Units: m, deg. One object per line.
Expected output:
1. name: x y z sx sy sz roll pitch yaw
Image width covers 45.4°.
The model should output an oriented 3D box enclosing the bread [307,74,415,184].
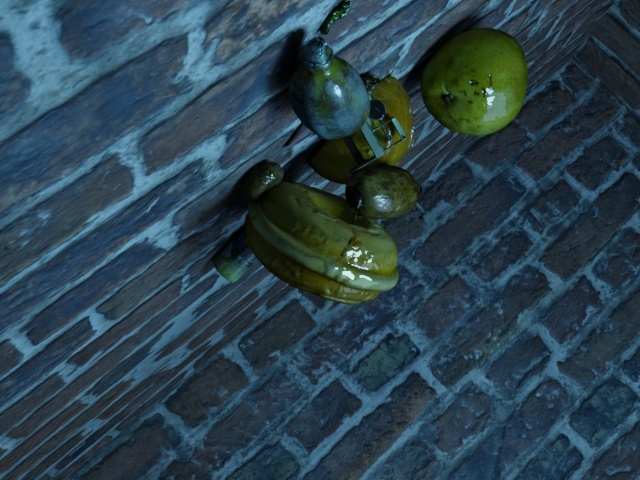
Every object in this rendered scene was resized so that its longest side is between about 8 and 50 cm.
1. bread: 0.136 -0.264 2.079 0.340 0.179 0.194 -49 167 29

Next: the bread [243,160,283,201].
1. bread: -0.138 -0.151 1.844 0.113 0.060 0.082 -39 170 -31

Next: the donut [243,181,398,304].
1. donut: 0.000 0.000 1.926 0.198 0.449 0.449 -62 164 15

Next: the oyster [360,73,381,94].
1. oyster: 0.095 -0.368 1.857 0.103 0.051 0.148 -18 -166 38

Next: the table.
1. table: 0.111 -0.275 1.922 0.175 0.146 0.062 -31 -169 4

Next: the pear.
1. pear: 0.426 -0.448 2.169 0.304 0.304 0.304 -41 169 -9

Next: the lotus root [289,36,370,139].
1. lotus root: 0.010 -0.296 1.547 0.322 0.158 0.140 41 71 -74

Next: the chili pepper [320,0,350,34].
1. chili pepper: 0.028 -0.428 1.467 0.027 0.022 0.083 23 119 -42

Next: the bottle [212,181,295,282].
1. bottle: -0.163 -0.023 2.173 0.330 0.093 0.093 -44 170 9

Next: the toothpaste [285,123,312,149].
1. toothpaste: -0.014 -0.286 1.833 0.194 0.043 0.067 -44 174 38

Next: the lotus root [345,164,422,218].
1. lotus root: 0.170 -0.125 1.975 0.260 0.145 0.128 -10 146 -41
